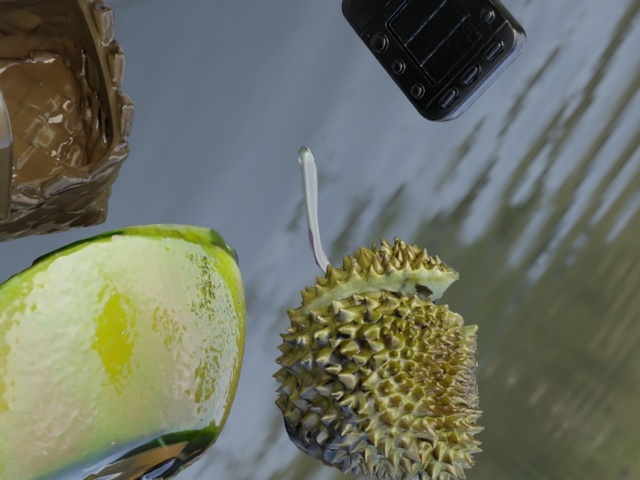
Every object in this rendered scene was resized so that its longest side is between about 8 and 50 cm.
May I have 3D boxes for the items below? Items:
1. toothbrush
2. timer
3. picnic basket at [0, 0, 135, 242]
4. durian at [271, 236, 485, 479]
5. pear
[{"bbox_3d":[0.000,0.000,1.496,0.022,0.017,0.204,-19,136,-11],"label":"toothbrush"},{"bbox_3d":[0.120,-0.230,1.960,0.144,0.187,0.055,-46,159,27],"label":"timer"},{"bbox_3d":[-0.315,-0.137,1.650,0.291,0.254,0.321,-12,159,-14],"label":"picnic basket"},{"bbox_3d":[0.036,0.124,1.433,0.137,0.193,0.237,-25,119,-26],"label":"durian"},{"bbox_3d":[-0.224,0.164,1.793,0.398,0.165,0.399,-25,158,-11],"label":"pear"}]
